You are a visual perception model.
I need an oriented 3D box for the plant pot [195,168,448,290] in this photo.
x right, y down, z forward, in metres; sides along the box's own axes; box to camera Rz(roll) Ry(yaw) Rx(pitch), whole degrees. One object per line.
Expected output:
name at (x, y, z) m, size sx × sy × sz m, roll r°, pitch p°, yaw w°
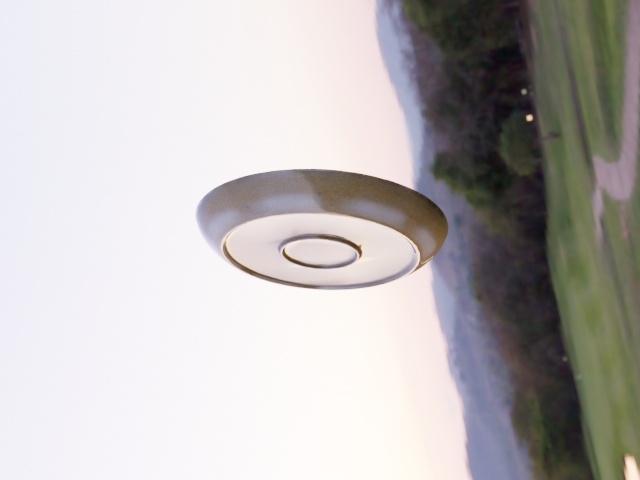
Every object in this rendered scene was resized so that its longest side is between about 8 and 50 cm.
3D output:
plant pot at (0.000, 0.000, 0.988) m, size 0.236 × 0.237 × 0.032 m, roll 63°, pitch -152°, yaw -63°
